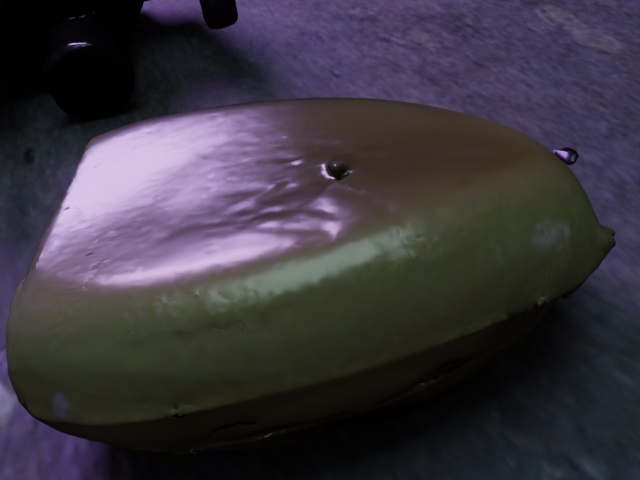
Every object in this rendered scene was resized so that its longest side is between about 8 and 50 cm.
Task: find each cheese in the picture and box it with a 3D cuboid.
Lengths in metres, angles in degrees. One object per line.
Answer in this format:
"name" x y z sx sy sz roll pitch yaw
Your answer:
"cheese" 0.000 0.000 0.448 0.316 0.128 0.259 -3 39 3

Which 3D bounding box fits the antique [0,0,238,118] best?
"antique" -0.246 -0.240 0.719 0.323 0.185 0.255 -15 43 -2
